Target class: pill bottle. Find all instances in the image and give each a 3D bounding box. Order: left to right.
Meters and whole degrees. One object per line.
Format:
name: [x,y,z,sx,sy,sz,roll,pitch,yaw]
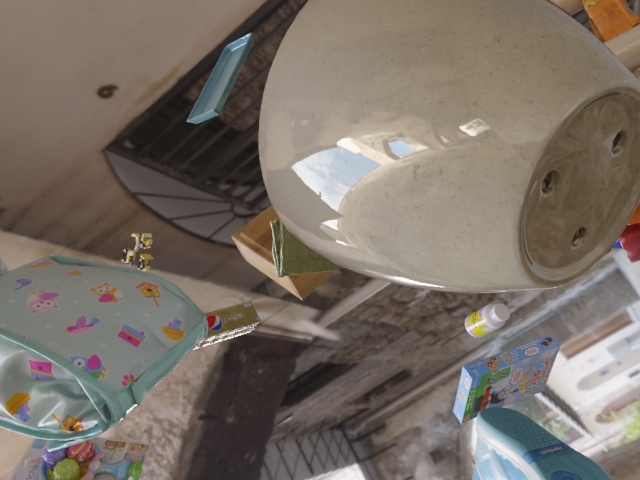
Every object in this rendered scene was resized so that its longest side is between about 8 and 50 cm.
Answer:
pill bottle: [0.287,0.135,0.985,0.043,0.083,0.043,9,-118,-17]

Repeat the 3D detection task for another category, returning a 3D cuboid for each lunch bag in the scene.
lunch bag: [-0.296,0.129,0.705,0.262,0.160,0.223,12,-161,13]

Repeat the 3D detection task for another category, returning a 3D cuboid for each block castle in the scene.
block castle: [0.479,-0.193,0.982,0.453,0.212,0.303,45,-146,-33]

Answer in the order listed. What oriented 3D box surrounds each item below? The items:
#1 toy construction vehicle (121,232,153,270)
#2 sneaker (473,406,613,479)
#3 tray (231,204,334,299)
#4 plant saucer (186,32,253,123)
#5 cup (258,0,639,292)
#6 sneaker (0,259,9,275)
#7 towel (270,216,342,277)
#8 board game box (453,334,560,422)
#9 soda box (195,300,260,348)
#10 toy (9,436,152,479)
toy construction vehicle: [-0.444,0.031,1.423,0.035,0.098,0.086,16,-176,27]
sneaker: [0.370,0.445,0.967,0.127,0.208,0.319,1,-167,-17]
tray: [0.045,-0.078,1.121,0.202,0.411,0.076,29,153,48]
plant saucer: [-0.161,-0.267,0.947,0.018,0.067,0.192,44,-131,-37]
cup: [0.143,-0.084,0.524,0.331,0.331,0.237,40,177,-41]
sneaker: [-0.579,0.100,0.934,0.115,0.232,0.090,17,-143,-6]
towel: [0.000,0.000,0.857,0.027,0.148,0.110,-116,21,-54]
board game box: [0.386,0.289,1.197,0.039,0.211,0.160,-123,22,-45]
soda box: [-0.235,0.198,1.338,0.181,0.061,0.058,-11,-118,-40]
toy: [-0.458,0.419,1.089,0.137,0.237,0.056,-81,-2,-55]
